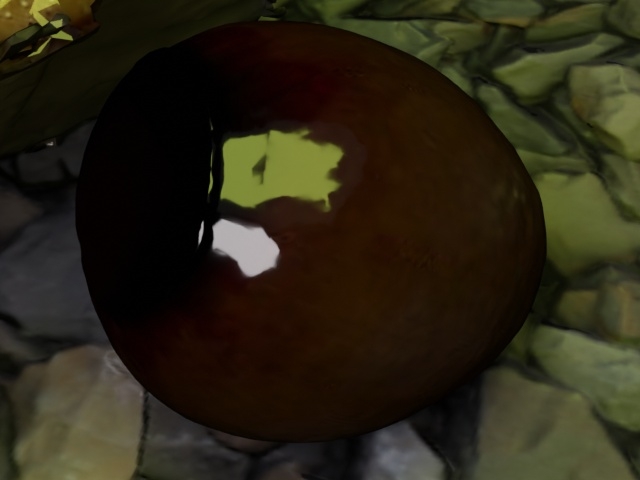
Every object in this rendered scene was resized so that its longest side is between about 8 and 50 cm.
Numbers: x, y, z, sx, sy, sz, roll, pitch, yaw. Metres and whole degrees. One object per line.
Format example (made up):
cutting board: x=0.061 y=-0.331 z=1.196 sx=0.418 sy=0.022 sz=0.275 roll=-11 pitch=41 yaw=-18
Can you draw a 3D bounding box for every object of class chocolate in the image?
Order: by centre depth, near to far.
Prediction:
chocolate: x=0.000 y=0.000 z=0.536 sx=0.177 sy=0.176 sz=0.176 roll=1 pitch=43 yaw=-1

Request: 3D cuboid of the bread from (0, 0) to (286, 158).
bread: x=-0.150 y=-0.052 z=0.539 sx=0.279 sy=0.248 sz=0.315 roll=20 pitch=74 yaw=-18
